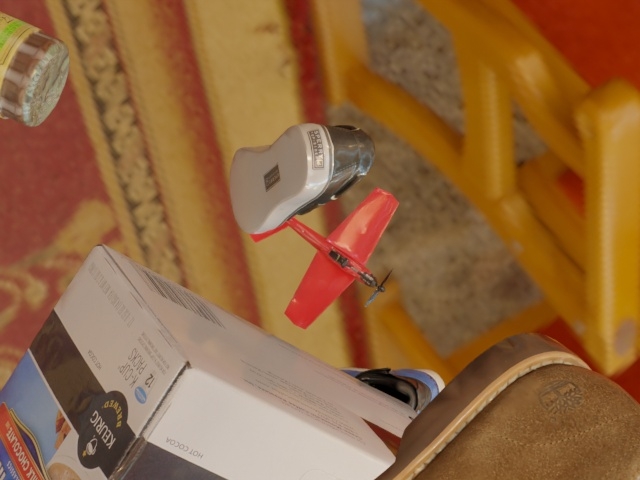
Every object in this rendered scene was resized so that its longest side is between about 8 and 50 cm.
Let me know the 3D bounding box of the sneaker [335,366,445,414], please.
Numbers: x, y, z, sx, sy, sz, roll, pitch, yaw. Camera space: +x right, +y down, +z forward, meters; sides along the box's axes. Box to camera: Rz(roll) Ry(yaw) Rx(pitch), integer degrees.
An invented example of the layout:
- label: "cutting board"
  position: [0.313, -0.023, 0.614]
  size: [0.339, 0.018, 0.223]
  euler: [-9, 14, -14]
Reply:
- label: "sneaker"
  position: [0.028, 0.143, 1.592]
  size: [0.152, 0.058, 0.084]
  euler: [-5, 179, 24]

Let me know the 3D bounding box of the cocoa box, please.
- label: "cocoa box"
  position: [-0.066, 0.205, 1.364]
  size: [0.347, 0.231, 0.228]
  euler: [30, 98, -32]

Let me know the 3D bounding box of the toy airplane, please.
- label: "toy airplane"
  position: [0.000, 0.000, 1.620]
  size: [0.151, 0.151, 0.028]
  euler: [-44, 170, 5]

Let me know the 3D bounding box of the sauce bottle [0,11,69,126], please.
- label: "sauce bottle"
  position: [-0.454, -0.239, 1.998]
  size: [0.111, 0.344, 0.111]
  euler: [23, 90, -83]

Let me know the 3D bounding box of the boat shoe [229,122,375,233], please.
- label: "boat shoe"
  position: [-0.012, -0.033, 0.954]
  size: [0.040, 0.049, 0.142]
  euler: [-5, 175, -21]

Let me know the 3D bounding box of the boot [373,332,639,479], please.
- label: "boot"
  position: [0.041, 0.182, 0.806]
  size: [0.305, 0.115, 0.112]
  euler: [-49, 129, -4]
